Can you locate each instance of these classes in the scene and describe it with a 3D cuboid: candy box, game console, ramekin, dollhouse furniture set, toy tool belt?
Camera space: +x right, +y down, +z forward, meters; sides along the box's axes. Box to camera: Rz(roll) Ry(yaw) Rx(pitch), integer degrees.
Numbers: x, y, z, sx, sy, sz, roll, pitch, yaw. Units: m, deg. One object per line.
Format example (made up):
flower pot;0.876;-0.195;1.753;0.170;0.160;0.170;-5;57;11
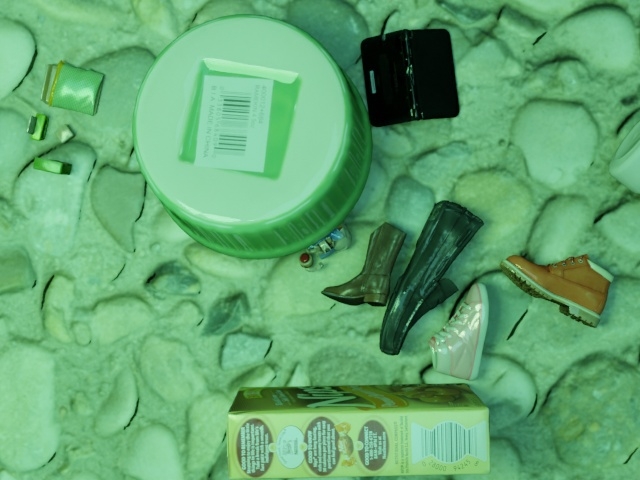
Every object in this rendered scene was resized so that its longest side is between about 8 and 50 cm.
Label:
candy box;0.045;0.239;1.205;0.316;0.183;0.088;0;90;0
game console;0.121;-0.221;1.282;0.107;0.071;0.122;-7;91;30
ramekin;-0.089;-0.134;1.189;0.303;0.148;0.304;-1;83;6
dollhouse furniture set;-0.346;-0.165;1.258;0.076;0.058;0.152;13;91;-1
toy tool belt;0.000;0.000;1.263;0.083;0.051;0.052;-37;60;0

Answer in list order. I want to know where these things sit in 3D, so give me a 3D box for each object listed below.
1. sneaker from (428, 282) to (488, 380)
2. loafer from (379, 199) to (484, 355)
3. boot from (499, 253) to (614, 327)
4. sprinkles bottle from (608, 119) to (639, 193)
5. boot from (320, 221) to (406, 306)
sneaker;0.184;0.120;1.269;0.070;0.051;0.134;8;95;-5
loafer;0.145;0.056;1.255;0.078;0.076;0.223;25;87;7
boot;0.319;0.046;1.269;0.157;0.059;0.085;27;88;-9
sprinkles bottle;0.553;-0.032;1.233;0.355;0.121;0.121;36;91;-1
boot;0.059;0.030;1.274;0.106;0.037;0.114;5;72;31
